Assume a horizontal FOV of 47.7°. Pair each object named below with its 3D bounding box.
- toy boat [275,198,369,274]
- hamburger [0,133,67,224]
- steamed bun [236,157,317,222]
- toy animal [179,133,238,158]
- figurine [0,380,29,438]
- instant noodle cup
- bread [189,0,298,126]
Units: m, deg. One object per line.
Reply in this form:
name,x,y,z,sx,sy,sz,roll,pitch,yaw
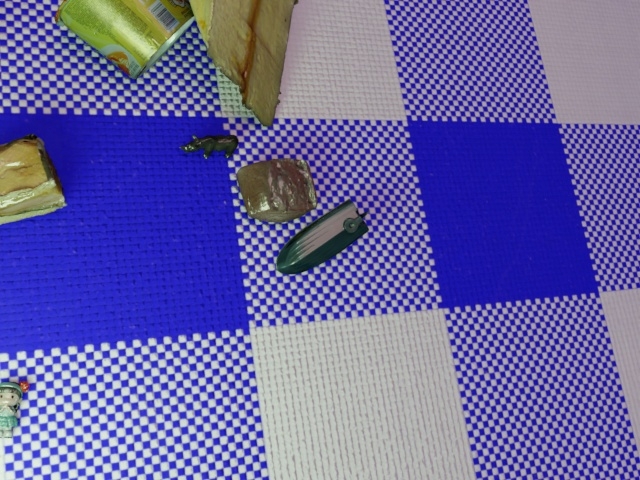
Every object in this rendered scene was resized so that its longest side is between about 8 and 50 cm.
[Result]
toy boat,0.000,0.000,1.663,0.246,0.103,0.092,-35,103,-14
hamburger,-0.621,-0.107,1.423,0.208,0.135,0.155,-26,69,-13
steamed bun,-0.092,-0.115,1.641,0.175,0.106,0.144,-11,79,-27
toy animal,-0.250,-0.215,1.628,0.136,0.065,0.047,-2,75,-22
figurine,-0.577,0.313,1.342,0.060,0.047,0.105,5,74,-12
instant noodle cup,-0.403,-0.489,1.555,0.200,0.264,0.264,43,63,-15
bread,-0.149,-0.519,1.599,0.242,0.346,0.404,-25,73,18
